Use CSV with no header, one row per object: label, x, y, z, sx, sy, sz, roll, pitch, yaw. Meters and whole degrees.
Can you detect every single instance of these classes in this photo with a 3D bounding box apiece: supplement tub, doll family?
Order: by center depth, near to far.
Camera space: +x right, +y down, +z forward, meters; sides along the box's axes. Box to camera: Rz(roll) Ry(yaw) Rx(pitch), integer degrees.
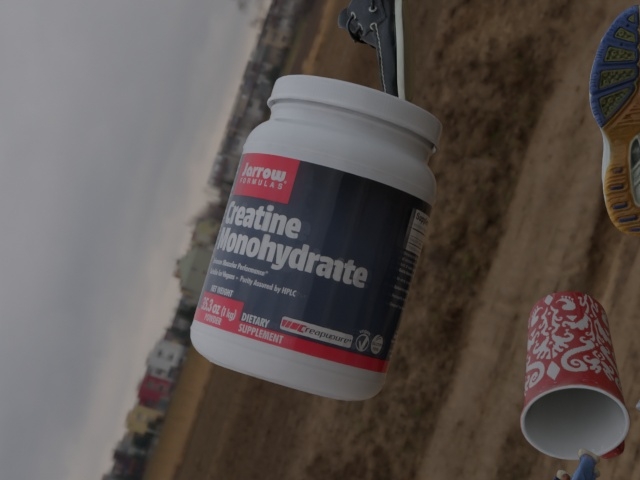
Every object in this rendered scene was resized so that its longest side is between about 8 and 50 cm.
supplement tub,0.000,0.000,0.947,0.191,0.191,0.272,162,124,-83
doll family,0.246,0.298,0.995,0.076,0.193,0.111,2,33,43

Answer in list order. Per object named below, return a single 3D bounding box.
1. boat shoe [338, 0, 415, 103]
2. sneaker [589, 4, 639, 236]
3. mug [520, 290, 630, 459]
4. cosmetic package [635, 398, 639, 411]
boat shoe,0.081,-0.362,1.554,0.127,0.113,0.340,38,-133,-74
sneaker,0.411,-0.159,1.315,0.131,0.112,0.296,-38,-51,-70
mug,0.283,0.158,1.129,0.169,0.113,0.150,-77,-20,-52
cosmetic package,0.424,0.197,0.914,0.107,0.238,0.127,-43,-3,-29
